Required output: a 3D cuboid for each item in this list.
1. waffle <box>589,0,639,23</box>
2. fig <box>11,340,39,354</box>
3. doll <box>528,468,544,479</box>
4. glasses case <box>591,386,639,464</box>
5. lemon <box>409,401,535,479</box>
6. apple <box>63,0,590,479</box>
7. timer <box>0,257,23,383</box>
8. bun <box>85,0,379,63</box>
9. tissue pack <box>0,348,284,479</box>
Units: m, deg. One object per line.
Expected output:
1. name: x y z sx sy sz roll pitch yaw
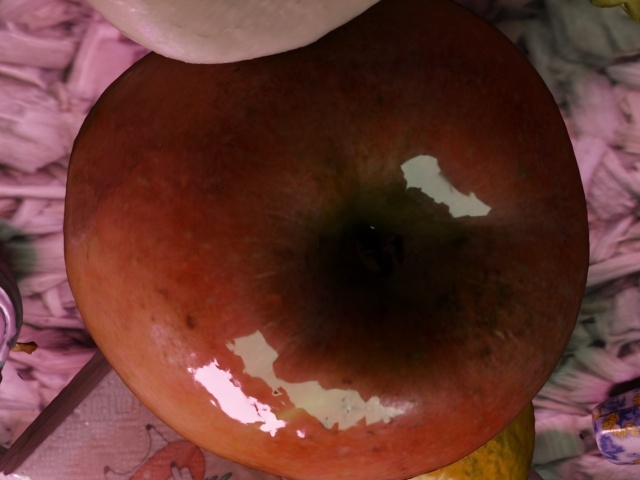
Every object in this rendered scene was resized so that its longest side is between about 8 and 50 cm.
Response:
1. waffle: 0.260 -0.228 1.262 0.291 0.051 0.291 0 143 0
2. fig: -0.331 0.098 1.661 0.166 0.093 0.093 -32 149 -20
3. doll: 0.071 0.288 1.873 0.258 0.154 0.228 -1 111 -15
4. glasses case: 0.366 0.149 1.773 0.248 0.065 0.087 -17 144 16
5. lemon: 0.078 0.174 1.671 0.204 0.204 0.260 5 145 -12
6. apple: 0.000 0.000 1.314 0.339 0.338 0.305 7 177 -14
7. timer: -0.340 0.087 1.555 0.191 0.069 0.208 17 105 -25
8. bun: -0.045 -0.245 1.116 0.283 0.179 0.283 -21 139 -20
9. tissue pack: -0.112 0.242 1.697 0.325 0.170 0.071 50 161 -23
